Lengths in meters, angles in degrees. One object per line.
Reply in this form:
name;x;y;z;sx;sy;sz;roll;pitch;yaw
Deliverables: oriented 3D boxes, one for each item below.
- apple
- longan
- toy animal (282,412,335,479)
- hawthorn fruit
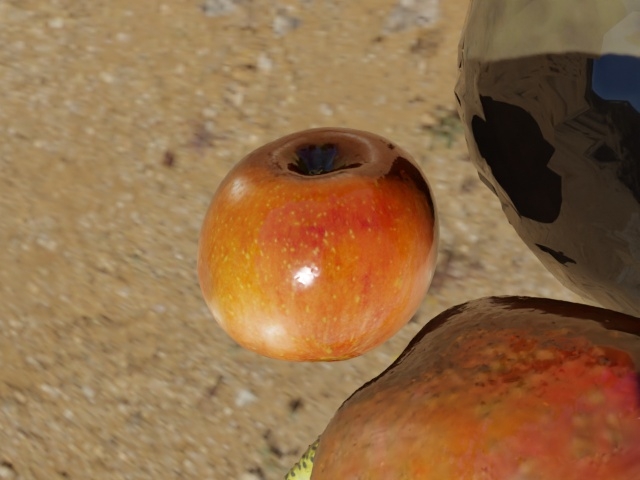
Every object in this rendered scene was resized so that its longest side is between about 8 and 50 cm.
apple;0.000;0.000;1.198;0.163;0.163;0.139;-11;130;-24
longan;0.282;-0.102;1.186;0.391;0.391;0.391;-4;100;-25
toy animal;0.027;0.160;1.387;0.073;0.181;0.136;40;116;7
hawthorn fruit;0.113;0.109;0.843;0.199;0.251;0.199;14;63;-30
